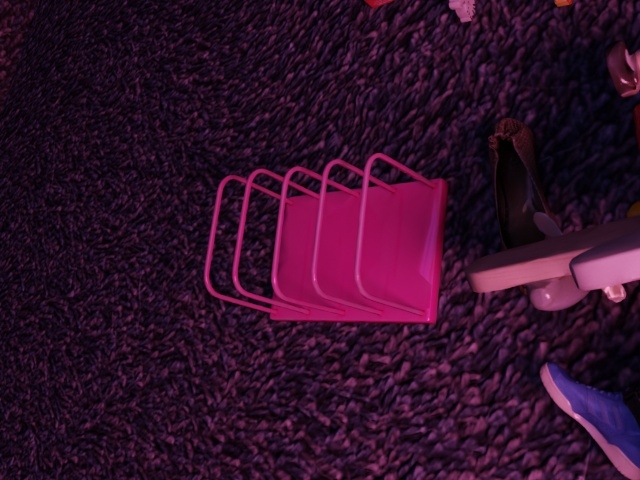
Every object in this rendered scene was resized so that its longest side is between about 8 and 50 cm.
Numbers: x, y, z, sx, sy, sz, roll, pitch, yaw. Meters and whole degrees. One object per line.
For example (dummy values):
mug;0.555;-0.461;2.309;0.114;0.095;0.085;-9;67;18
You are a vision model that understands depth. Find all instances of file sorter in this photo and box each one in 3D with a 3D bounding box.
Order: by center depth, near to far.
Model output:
file sorter;0.000;0.000;1.055;0.291;0.182;0.202;-4;72;39

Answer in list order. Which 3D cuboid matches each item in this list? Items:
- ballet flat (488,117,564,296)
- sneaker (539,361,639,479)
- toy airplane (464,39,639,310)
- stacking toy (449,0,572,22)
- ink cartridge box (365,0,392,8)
ballet flat;0.251;-0.046;0.943;0.084;0.058;0.249;-20;63;35
sneaker;0.313;0.171;0.809;0.084;0.058;0.152;-52;53;21
toy airplane;0.369;-0.021;0.689;0.384;0.272;0.386;-38;25;-8
stacking toy;0.281;-0.420;1.063;0.167;0.052;0.221;1;73;38
ink cartridge box;0.084;-0.471;1.157;0.128;0.176;0.127;-8;69;39
